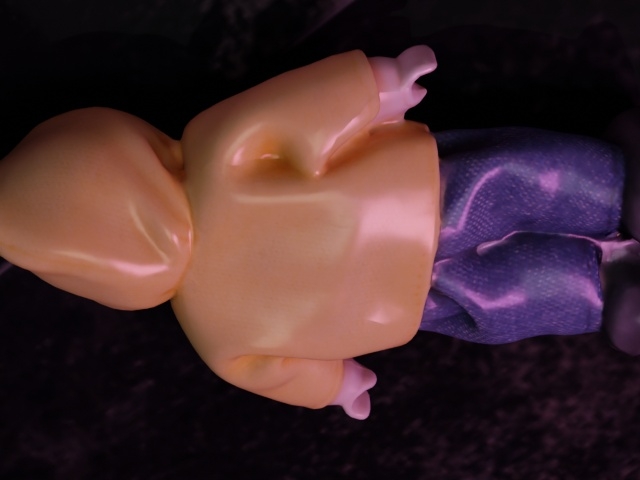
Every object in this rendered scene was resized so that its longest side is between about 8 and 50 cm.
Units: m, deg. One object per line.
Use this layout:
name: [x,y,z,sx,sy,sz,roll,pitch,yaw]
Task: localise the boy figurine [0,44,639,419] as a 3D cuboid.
boy figurine: [0.000,0.000,0.786,0.285,0.092,0.177,1,121,-3]
